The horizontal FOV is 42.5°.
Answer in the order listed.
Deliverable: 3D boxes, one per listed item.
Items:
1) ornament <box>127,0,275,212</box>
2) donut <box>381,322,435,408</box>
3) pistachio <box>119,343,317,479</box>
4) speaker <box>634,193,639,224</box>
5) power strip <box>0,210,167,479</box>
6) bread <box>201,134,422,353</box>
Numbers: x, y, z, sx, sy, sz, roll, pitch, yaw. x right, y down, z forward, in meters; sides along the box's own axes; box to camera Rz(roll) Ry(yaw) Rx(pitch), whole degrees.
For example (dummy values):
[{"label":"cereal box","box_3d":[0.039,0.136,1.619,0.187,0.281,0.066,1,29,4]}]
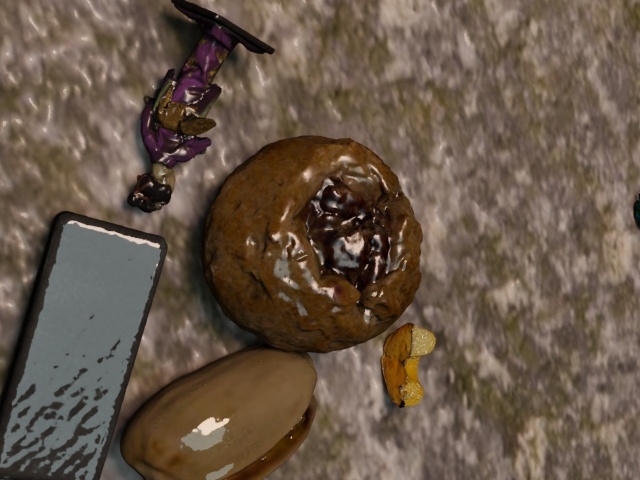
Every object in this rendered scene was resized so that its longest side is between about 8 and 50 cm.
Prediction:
[{"label":"ornament","box_3d":[-0.126,-0.121,0.797,0.081,0.088,0.203,11,103,-47]},{"label":"donut","box_3d":[0.102,0.140,0.913,0.038,0.067,0.083,9,56,-40]},{"label":"pistachio","box_3d":[-0.092,0.177,0.809,0.206,0.131,0.129,-26,147,-31]},{"label":"speaker","box_3d":[0.450,-0.049,1.046,0.094,0.060,0.075,-38,106,-16]},{"label":"power strip","box_3d":[-0.230,0.106,0.767,0.105,0.070,0.256,17,86,-21]},{"label":"bread","box_3d":[0.000,0.000,0.814,0.230,0.123,0.230,3,81,-20]}]
